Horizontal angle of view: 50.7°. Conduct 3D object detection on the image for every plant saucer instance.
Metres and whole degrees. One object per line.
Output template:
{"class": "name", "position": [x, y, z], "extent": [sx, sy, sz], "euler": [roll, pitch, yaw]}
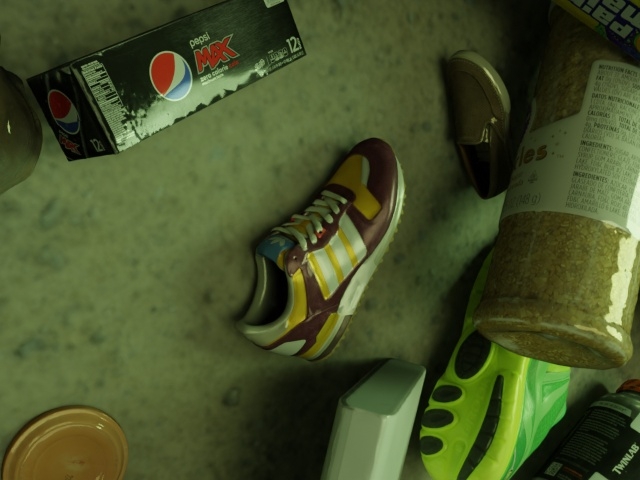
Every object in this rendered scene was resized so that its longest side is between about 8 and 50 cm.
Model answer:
{"class": "plant saucer", "position": [-0.174, 0.156, 0.466], "extent": [0.084, 0.013, 0.083], "euler": [-6, 102, -30]}

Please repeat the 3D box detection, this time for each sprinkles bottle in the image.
{"class": "sprinkles bottle", "position": [0.227, -0.078, 0.566], "extent": [0.121, 0.121, 0.355], "euler": [29, 70, -32]}

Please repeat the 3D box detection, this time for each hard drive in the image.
{"class": "hard drive", "position": [0.018, 0.256, 0.517], "extent": [0.203, 0.040, 0.307], "euler": [6, 97, -75]}

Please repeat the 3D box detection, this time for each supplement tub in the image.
{"class": "supplement tub", "position": [0.314, 0.247, 0.722], "extent": [0.190, 0.117, 0.117], "euler": [-43, 118, -18]}

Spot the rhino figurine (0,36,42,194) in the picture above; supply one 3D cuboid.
{"class": "rhino figurine", "position": [-0.260, -0.027, 0.347], "extent": [0.243, 0.073, 0.106], "euler": [-38, 113, -19]}

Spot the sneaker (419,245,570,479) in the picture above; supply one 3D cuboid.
{"class": "sneaker", "position": [0.189, 0.104, 0.644], "extent": [0.295, 0.110, 0.123], "euler": [-57, 144, -12]}

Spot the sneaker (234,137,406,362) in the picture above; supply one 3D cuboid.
{"class": "sneaker", "position": [0.000, 0.000, 0.513], "extent": [0.084, 0.070, 0.185], "euler": [23, 85, -38]}

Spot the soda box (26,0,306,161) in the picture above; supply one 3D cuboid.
{"class": "soda box", "position": [-0.088, -0.109, 0.422], "extent": [0.169, 0.060, 0.053], "euler": [-39, 117, -39]}

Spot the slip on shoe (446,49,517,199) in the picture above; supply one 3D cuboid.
{"class": "slip on shoe", "position": [0.138, -0.098, 0.594], "extent": [0.041, 0.051, 0.135], "euler": [-40, 124, -27]}

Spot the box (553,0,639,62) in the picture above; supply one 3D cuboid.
{"class": "box", "position": [0.263, -0.315, 0.478], "extent": [0.290, 0.177, 0.279], "euler": [39, 76, 6]}
